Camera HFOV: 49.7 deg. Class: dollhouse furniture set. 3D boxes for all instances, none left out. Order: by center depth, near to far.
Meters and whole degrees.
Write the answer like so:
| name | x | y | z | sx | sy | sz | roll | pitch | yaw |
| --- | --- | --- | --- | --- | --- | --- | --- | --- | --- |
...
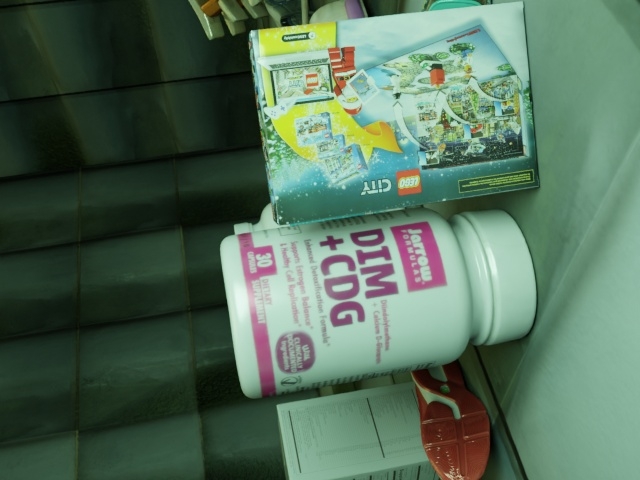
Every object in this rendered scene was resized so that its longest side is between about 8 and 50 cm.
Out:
| name | x | y | z | sx | sy | sz | roll | pitch | yaw |
| --- | --- | --- | --- | --- | --- | --- | --- | --- | --- |
| dollhouse furniture set | -0.066 | -0.461 | 1.115 | 0.135 | 0.262 | 0.259 | 60 | -148 | -7 |

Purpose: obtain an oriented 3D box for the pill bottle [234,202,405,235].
| name | x | y | z | sx | sy | sz | roll | pitch | yaw |
| --- | --- | --- | --- | --- | --- | --- | --- | --- | --- |
| pill bottle | 0.000 | 0.000 | 1.095 | 0.146 | 0.264 | 0.146 | 171 | 90 | -82 |

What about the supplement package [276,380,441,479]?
| name | x | y | z | sx | sy | sz | roll | pitch | yaw |
| --- | --- | --- | --- | --- | --- | --- | --- | --- | --- |
| supplement package | 0.067 | 0.317 | 1.038 | 0.139 | 0.244 | 0.134 | -105 | 10 | -45 |

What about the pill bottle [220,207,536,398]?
| name | x | y | z | sx | sy | sz | roll | pitch | yaw |
| --- | --- | --- | --- | --- | --- | --- | --- | --- | --- |
| pill bottle | 0.052 | 0.054 | 0.684 | 0.160 | 0.283 | 0.160 | 171 | 90 | -83 |

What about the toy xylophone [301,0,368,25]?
| name | x | y | z | sx | sy | sz | roll | pitch | yaw |
| --- | --- | --- | --- | --- | --- | --- | --- | --- | --- |
| toy xylophone | 0.022 | -0.274 | 1.166 | 0.323 | 0.081 | 0.236 | 98 | 162 | -67 |

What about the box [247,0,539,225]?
| name | x | y | z | sx | sy | sz | roll | pitch | yaw |
| --- | --- | --- | --- | --- | --- | --- | --- | --- | --- |
| box | 0.064 | -0.109 | 0.593 | 0.044 | 0.233 | 0.159 | -141 | 43 | -78 |

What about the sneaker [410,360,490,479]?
| name | x | y | z | sx | sy | sz | roll | pitch | yaw |
| --- | --- | --- | --- | --- | --- | --- | --- | --- | --- |
| sneaker | 0.171 | 0.252 | 0.884 | 0.221 | 0.087 | 0.128 | -88 | -14 | -58 |

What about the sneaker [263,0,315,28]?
| name | x | y | z | sx | sy | sz | roll | pitch | yaw |
| --- | --- | --- | --- | --- | --- | --- | --- | --- | --- |
| sneaker | -0.063 | -0.500 | 1.631 | 0.297 | 0.111 | 0.129 | -105 | 4 | -47 |

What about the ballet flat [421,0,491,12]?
| name | x | y | z | sx | sy | sz | roll | pitch | yaw |
| --- | --- | --- | --- | --- | --- | --- | --- | --- | --- |
| ballet flat | 0.131 | -0.242 | 0.649 | 0.188 | 0.070 | 0.070 | 93 | 166 | -50 |

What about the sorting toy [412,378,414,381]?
| name | x | y | z | sx | sy | sz | roll | pitch | yaw |
| --- | --- | --- | --- | --- | --- | --- | --- | --- | --- |
| sorting toy | 0.156 | 0.209 | 1.129 | 0.062 | 0.012 | 0.083 | -124 | 23 | -84 |
